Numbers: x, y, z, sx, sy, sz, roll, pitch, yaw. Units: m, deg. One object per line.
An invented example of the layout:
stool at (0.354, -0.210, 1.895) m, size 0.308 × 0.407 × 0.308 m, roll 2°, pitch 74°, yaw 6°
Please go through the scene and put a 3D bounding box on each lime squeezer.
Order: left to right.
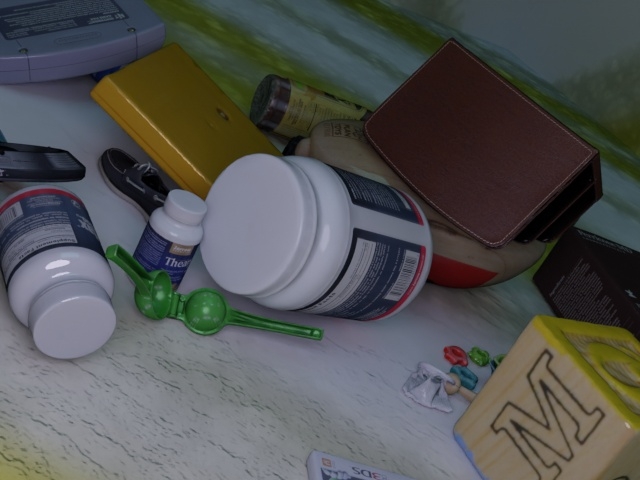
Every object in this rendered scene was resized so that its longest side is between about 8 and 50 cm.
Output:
lime squeezer at (-0.137, 0.065, 1.034) m, size 0.310 × 0.110 × 0.059 m, roll 28°, pitch 46°, yaw -40°

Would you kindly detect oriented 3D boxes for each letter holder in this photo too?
letter holder at (0.237, -0.117, 1.373) m, size 0.302 × 0.214 × 0.152 m, roll 45°, pitch -2°, yaw 28°

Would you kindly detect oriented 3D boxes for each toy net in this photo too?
toy net at (0.193, 0.176, 1.241) m, size 0.232 × 0.045 × 0.122 m, roll 4°, pitch 35°, yaw -43°

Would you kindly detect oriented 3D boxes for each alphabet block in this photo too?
alphabet block at (0.313, 0.228, 1.087) m, size 0.192 × 0.197 × 0.193 m, roll 9°, pitch 32°, yaw -37°

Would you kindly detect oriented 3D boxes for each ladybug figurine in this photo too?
ladybug figurine at (0.153, -0.050, 1.488) m, size 0.449 × 0.162 × 0.305 m, roll 24°, pitch 27°, yaw -14°

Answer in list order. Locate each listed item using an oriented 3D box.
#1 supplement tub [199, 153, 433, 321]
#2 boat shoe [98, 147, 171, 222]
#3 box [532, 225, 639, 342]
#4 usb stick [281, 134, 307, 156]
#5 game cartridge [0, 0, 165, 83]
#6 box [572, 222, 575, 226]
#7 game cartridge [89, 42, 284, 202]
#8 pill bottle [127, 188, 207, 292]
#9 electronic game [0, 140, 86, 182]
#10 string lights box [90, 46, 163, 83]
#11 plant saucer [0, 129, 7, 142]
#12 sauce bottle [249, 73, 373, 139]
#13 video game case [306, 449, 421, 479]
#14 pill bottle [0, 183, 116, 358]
supplement tub at (0.000, 0.000, 1.156) m, size 0.272 × 0.191 × 0.191 m, roll 14°, pitch 27°, yaw -50°
boat shoe at (-0.230, -0.076, 1.246) m, size 0.075 × 0.065 × 0.206 m, roll -4°, pitch 40°, yaw -50°
box at (0.539, 0.146, 1.564) m, size 0.191 × 0.143 × 0.381 m, roll 18°, pitch 25°, yaw -22°
usb stick at (0.060, -0.112, 1.620) m, size 0.278 × 0.077 × 0.045 m, roll 21°, pitch 48°, yaw -18°
game cartridge at (-0.411, -0.332, 1.444) m, size 0.297 × 0.062 × 0.198 m, roll -19°, pitch 53°, yaw -28°
box at (0.413, -0.102, 1.995) m, size 0.270 × 0.060 × 0.216 m, roll 4°, pitch 34°, yaw -43°
game cartridge at (-0.180, -0.159, 1.367) m, size 0.285 × 0.052 × 0.324 m, roll 46°, pitch 21°, yaw -9°
pill bottle at (-0.180, 0.002, 1.084) m, size 0.067 × 0.120 × 0.067 m, roll 23°, pitch 25°, yaw -12°
electronic game at (-0.385, -0.088, 1.035) m, size 0.229 × 0.048 × 0.229 m, roll 5°, pitch 7°, yaw -1°
string lights box at (-0.348, -0.322, 1.580) m, size 0.259 × 0.077 × 0.133 m, roll 43°, pitch 28°, yaw 29°
plant saucer at (-0.485, -0.130, 1.134) m, size 0.192 × 0.018 × 0.067 m, roll 6°, pitch 33°, yaw -43°
sauce bottle at (0.035, -0.219, 1.757) m, size 0.344 × 0.111 × 0.111 m, roll 17°, pitch 27°, yaw -28°
video game case at (0.076, 0.301, 0.904) m, size 0.173 × 0.022 × 0.190 m, roll 20°, pitch 26°, yaw -19°
pill bottle at (-0.273, 0.033, 0.940) m, size 0.108 × 0.108 × 0.180 m, roll 10°, pitch 32°, yaw -37°
